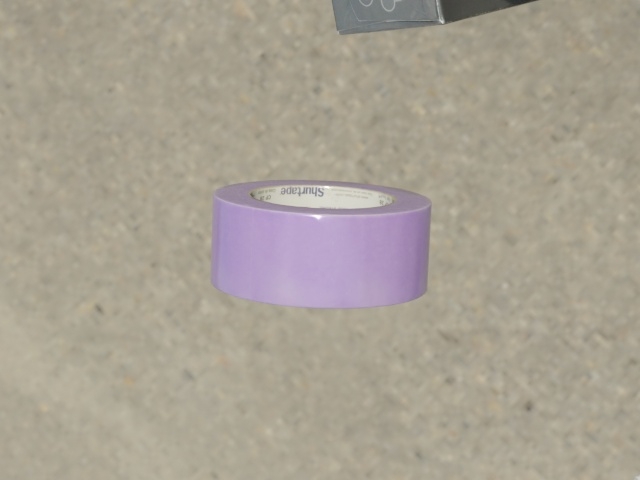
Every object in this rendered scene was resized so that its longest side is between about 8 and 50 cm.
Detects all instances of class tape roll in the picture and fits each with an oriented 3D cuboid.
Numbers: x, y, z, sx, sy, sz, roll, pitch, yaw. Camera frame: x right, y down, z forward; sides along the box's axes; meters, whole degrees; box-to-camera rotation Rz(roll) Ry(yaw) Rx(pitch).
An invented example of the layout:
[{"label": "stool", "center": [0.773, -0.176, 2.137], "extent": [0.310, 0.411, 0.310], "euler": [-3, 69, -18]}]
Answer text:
[{"label": "tape roll", "center": [0.000, 0.000, 1.373], "extent": [0.189, 0.189, 0.080], "euler": [13, 105, 42]}]

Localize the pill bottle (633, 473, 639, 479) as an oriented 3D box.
[{"label": "pill bottle", "center": [0.340, 0.209, 1.411], "extent": [0.065, 0.116, 0.065], "euler": [158, 90, -86]}]

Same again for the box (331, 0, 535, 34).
[{"label": "box", "center": [0.144, -0.290, 1.422], "extent": [0.143, 0.270, 0.165], "euler": [3, 109, 51]}]
